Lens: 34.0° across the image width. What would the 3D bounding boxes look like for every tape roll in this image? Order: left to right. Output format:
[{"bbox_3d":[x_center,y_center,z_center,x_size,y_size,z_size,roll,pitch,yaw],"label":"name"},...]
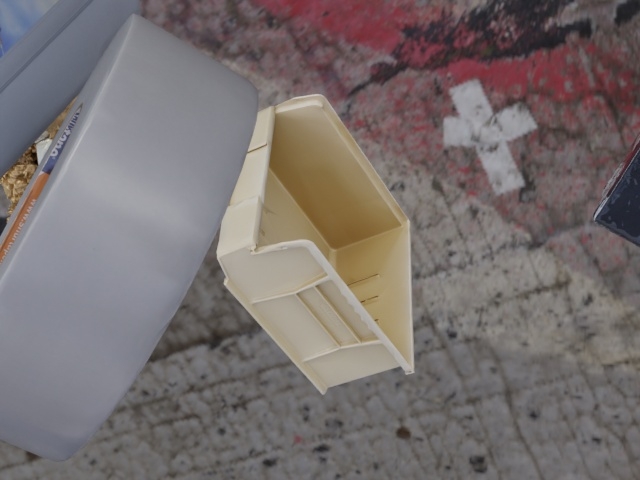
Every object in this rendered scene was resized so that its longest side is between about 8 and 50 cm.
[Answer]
[{"bbox_3d":[-0.117,-0.002,0.532,0.072,0.219,0.219,29,121,-17],"label":"tape roll"}]

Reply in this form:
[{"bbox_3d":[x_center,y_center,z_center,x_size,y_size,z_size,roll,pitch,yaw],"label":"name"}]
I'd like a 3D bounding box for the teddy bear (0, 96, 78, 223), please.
[{"bbox_3d":[-0.342,-0.153,1.251,0.245,0.113,0.338,-40,106,-17],"label":"teddy bear"}]

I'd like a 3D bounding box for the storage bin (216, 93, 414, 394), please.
[{"bbox_3d":[0.000,0.000,1.259,0.123,0.262,0.260,-20,129,22],"label":"storage bin"}]

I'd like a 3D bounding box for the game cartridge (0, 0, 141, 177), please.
[{"bbox_3d":[-0.203,-0.182,0.591,0.062,0.198,0.297,13,143,21],"label":"game cartridge"}]

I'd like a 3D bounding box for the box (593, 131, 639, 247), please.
[{"bbox_3d":[0.288,-0.048,0.676,0.158,0.093,0.156,32,115,9],"label":"box"}]
